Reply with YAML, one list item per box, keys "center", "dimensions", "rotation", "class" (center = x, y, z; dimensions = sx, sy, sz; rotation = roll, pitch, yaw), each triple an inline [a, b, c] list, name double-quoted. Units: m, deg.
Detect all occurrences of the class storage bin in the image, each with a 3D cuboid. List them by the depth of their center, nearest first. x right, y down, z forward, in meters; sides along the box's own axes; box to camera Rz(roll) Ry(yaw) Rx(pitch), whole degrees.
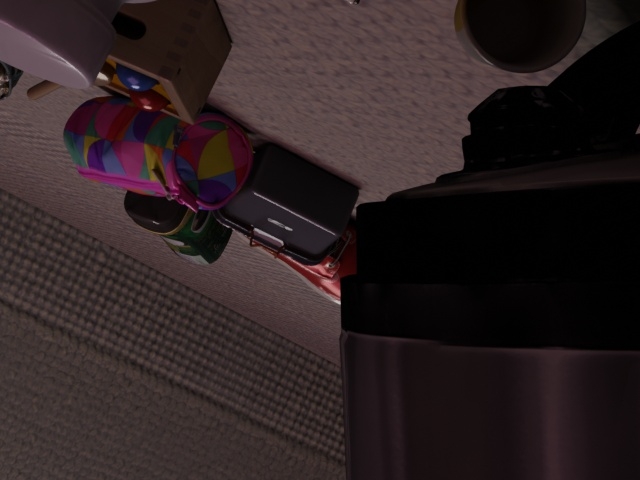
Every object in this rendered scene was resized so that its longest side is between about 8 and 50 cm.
- center: [-0.032, -0.036, 1.428]
  dimensions: [0.135, 0.098, 0.091]
  rotation: [27, 161, -13]
  class: "storage bin"

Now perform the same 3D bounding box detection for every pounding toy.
- center: [-0.155, -0.144, 1.067]
  dimensions: [0.141, 0.100, 0.130]
  rotation: [23, 171, 9]
  class: "pounding toy"

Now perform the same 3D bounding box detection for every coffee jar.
- center: [-0.174, -0.039, 1.761]
  dimensions: [0.079, 0.096, 0.184]
  rotation: [19, 169, 21]
  class: "coffee jar"

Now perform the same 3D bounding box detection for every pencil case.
- center: [-0.170, -0.091, 1.436]
  dimensions: [0.104, 0.104, 0.236]
  rotation: [31, 170, -36]
  class: "pencil case"

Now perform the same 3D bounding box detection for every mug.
- center: [0.094, -0.121, 0.711]
  dimensions: [0.062, 0.078, 0.064]
  rotation: [-7, -177, -5]
  class: "mug"

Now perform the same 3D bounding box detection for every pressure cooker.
- center: [0.190, 0.100, 0.632]
  dimensions: [0.369, 0.421, 0.375]
  rotation: [-3, 180, 27]
  class: "pressure cooker"

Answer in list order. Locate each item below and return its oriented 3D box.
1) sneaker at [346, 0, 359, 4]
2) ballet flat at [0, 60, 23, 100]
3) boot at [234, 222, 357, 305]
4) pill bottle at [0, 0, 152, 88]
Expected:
- center: [-0.003, -0.162, 0.674]
  dimensions: [0.073, 0.063, 0.162]
  rotation: [28, 171, 4]
  class: "sneaker"
- center: [-0.349, -0.187, 1.473]
  dimensions: [0.070, 0.070, 0.188]
  rotation: [24, 171, 5]
  class: "ballet flat"
- center: [0.000, 0.000, 1.561]
  dimensions: [0.244, 0.088, 0.176]
  rotation: [27, 170, 7]
  class: "boot"
- center: [-0.076, -0.153, 0.516]
  dimensions: [0.103, 0.184, 0.103]
  rotation: [24, 172, 4]
  class: "pill bottle"
